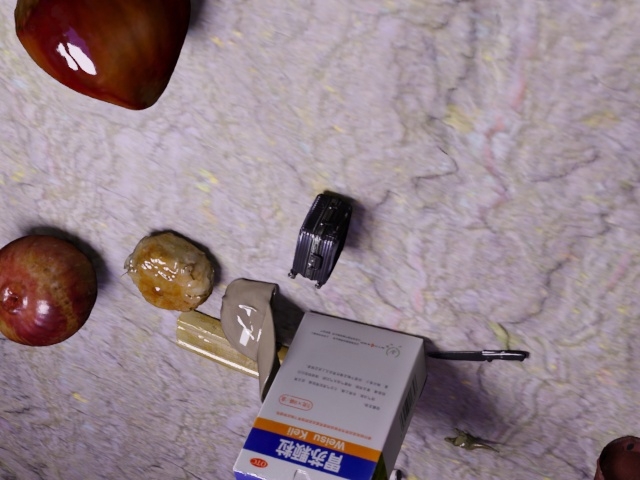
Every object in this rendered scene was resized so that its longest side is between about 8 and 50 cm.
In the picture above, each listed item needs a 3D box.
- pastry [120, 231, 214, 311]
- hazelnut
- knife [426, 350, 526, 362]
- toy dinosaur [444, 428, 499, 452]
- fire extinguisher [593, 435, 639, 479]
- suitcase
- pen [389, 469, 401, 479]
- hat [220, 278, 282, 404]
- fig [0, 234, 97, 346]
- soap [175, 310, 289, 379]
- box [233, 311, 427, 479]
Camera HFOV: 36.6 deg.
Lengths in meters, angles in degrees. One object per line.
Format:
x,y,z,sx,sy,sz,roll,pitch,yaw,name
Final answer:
-0.240,0.053,1.552,0.153,0.081,0.153,9,136,9,pastry
-0.239,-0.245,1.111,0.208,0.208,0.208,17,142,13,hazelnut
0.235,0.176,1.469,0.170,0.010,0.023,-3,128,37,knife
0.251,0.342,1.641,0.113,0.026,0.041,-3,141,46,toy dinosaur
0.502,0.444,1.563,0.147,0.106,0.337,-6,139,2,fire extinguisher
0.000,0.000,1.337,0.059,0.086,0.126,20,143,6,suitcase
0.066,0.451,1.887,0.204,0.025,0.025,-3,134,35,pen
-0.117,0.173,1.548,0.144,0.173,0.166,10,137,15,hat
-0.470,0.084,1.653,0.205,0.205,0.205,17,142,13,fig
-0.132,0.195,1.692,0.252,0.037,0.092,21,144,8,soap
0.023,0.269,1.465,0.200,0.299,0.106,12,142,19,box
